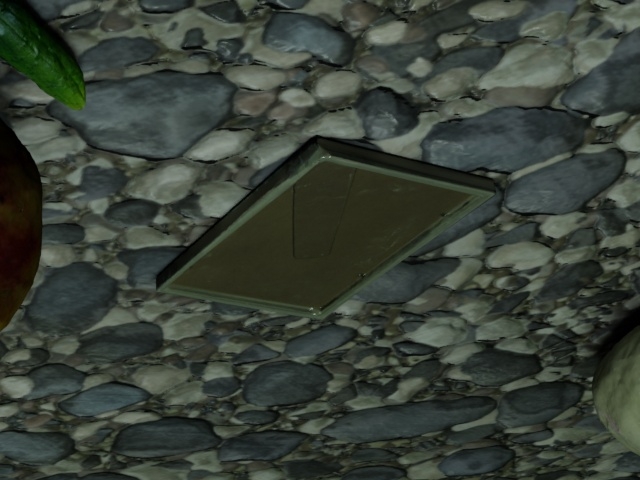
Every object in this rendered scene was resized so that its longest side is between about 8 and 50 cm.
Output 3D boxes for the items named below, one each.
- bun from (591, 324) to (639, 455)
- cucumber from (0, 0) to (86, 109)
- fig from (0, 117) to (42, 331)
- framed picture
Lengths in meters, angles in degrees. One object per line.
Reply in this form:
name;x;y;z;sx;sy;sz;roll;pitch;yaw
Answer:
bun;0.401;0.151;1.846;0.273;0.168;0.273;-12;159;-5
cucumber;-0.203;-0.135;1.256;0.039;0.039;0.168;-17;153;15
fig;-0.322;0.005;1.341;0.217;0.216;0.321;2;169;-20
framed picture;0.000;0.000;1.586;0.189;0.023;0.260;11;146;-34
